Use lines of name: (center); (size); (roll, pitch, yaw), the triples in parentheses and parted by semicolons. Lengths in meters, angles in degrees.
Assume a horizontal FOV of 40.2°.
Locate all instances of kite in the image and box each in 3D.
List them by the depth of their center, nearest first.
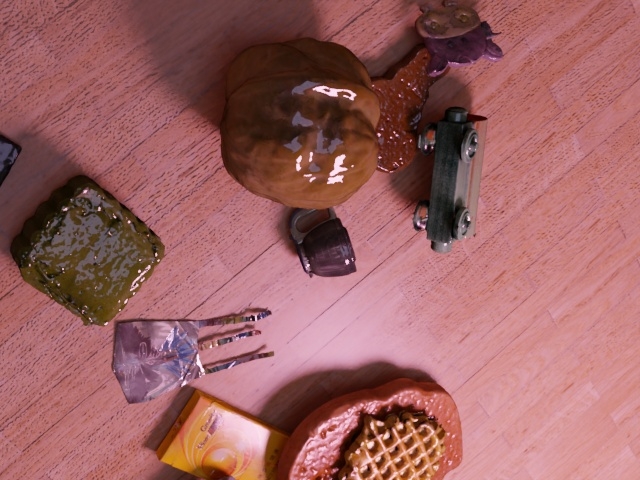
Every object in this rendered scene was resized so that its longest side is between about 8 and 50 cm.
kite: (-0.238, 0.217, 1.668); (0.310, 0.015, 0.169); (-5, 109, -19)

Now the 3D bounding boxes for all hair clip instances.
hair clip: (0.260, -0.385, 1.643); (0.187, 0.056, 0.146); (-14, 74, -31)

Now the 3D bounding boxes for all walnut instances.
walnut: (-0.036, -0.201, 1.480); (0.277, 0.282, 0.253); (2, 129, -23)

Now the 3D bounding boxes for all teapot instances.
teapot: (0.002, 0.006, 1.652); (0.108, 0.111, 0.149); (-19, 119, -2)

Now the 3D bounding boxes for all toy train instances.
toy train: (0.264, -0.122, 1.713); (0.177, 0.116, 0.285); (-24, 120, -57)

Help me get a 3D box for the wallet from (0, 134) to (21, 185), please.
wallet: (-0.660, -0.066, 1.382); (0.247, 0.041, 0.322); (28, 92, -29)

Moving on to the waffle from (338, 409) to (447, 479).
waffle: (0.148, 0.463, 1.803); (0.245, 0.052, 0.254); (15, 102, -33)

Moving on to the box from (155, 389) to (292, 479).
box: (-0.174, 0.415, 1.742); (0.269, 0.043, 0.152); (31, 91, -29)

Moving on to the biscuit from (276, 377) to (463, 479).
biscuit: (0.117, 0.453, 1.846); (0.456, 0.078, 0.349); (4, 111, -32)

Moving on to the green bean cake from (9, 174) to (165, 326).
green bean cake: (-0.391, 0.018, 1.481); (0.214, 0.113, 0.200); (40, 89, -28)

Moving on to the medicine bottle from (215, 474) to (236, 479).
medicine bottle: (-0.249, 0.533, 1.703); (0.203, 0.083, 0.083); (-27, 117, 7)

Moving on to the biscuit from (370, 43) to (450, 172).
biscuit: (0.131, -0.240, 1.661); (0.183, 0.047, 0.319); (33, 92, -30)
